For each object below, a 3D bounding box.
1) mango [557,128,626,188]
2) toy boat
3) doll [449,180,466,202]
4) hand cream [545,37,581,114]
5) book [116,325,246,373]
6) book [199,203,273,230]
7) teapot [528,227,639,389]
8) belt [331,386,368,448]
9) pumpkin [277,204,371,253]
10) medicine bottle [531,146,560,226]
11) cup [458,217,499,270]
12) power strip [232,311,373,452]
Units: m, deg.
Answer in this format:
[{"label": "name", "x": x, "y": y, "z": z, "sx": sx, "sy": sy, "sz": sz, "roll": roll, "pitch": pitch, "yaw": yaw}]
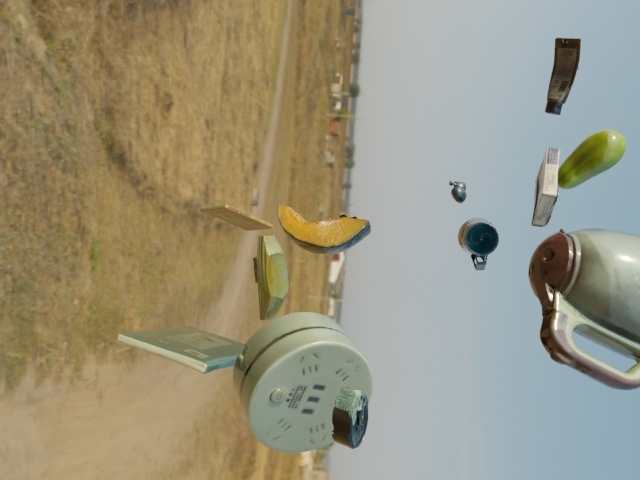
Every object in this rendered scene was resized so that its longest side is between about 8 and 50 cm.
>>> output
[{"label": "mango", "x": 1.031, "y": -0.307, "z": 2.401, "sx": 0.293, "sy": 0.143, "sz": 0.175, "roll": -41, "pitch": -173, "yaw": 17}, {"label": "toy boat", "x": -0.100, "y": 0.073, "z": 1.224, "sx": 0.066, "sy": 0.065, "sz": 0.172, "roll": 7, "pitch": -78, "yaw": 49}, {"label": "doll", "x": 0.472, "y": -0.169, "z": 2.147, "sx": 0.076, "sy": 0.050, "sz": 0.083, "roll": 45, "pitch": 38, "yaw": -30}, {"label": "hand cream", "x": 0.529, "y": -0.360, "z": 1.374, "sx": 0.062, "sy": 0.038, "sz": 0.163, "roll": 26, "pitch": -68, "yaw": 49}, {"label": "book", "x": -0.336, "y": 0.288, "z": 1.702, "sx": 0.379, "sy": 0.264, "sz": 0.031, "roll": 17, "pitch": 89, "yaw": -72}, {"label": "book", "x": -0.229, "y": -0.061, "z": 1.716, "sx": 0.172, "sy": 0.118, "sz": 0.012, "roll": 24, "pitch": 70, "yaw": -42}, {"label": "teapot", "x": 0.541, "y": 0.125, "z": 1.170, "sx": 0.233, "sy": 0.311, "sz": 0.315, "roll": 115, "pitch": -8, "yaw": -58}, {"label": "belt", "x": 0.069, "y": 0.395, "z": 1.395, "sx": 0.105, "sy": 0.058, "sz": 0.140, "roll": -35, "pitch": 126, "yaw": -56}, {"label": "pumpkin", "x": 0.000, "y": 0.000, "z": 2.075, "sx": 0.169, "sy": 0.311, "sz": 0.148, "roll": 94, "pitch": 11, "yaw": -55}, {"label": "medicine bottle", "x": 0.730, "y": -0.170, "z": 2.018, "sx": 0.171, "sy": 0.052, "sz": 0.201, "roll": 82, "pitch": 21, "yaw": -58}, {"label": "cup", "x": 0.524, "y": 0.012, "z": 2.056, "sx": 0.155, "sy": 0.131, "sz": 0.177, "roll": -9, "pitch": 95, "yaw": -80}, {"label": "power strip", "x": -0.035, "y": 0.366, "z": 1.601, "sx": 0.161, "sy": 0.357, "sz": 0.358, "roll": -134, "pitch": -137, "yaw": -57}]
